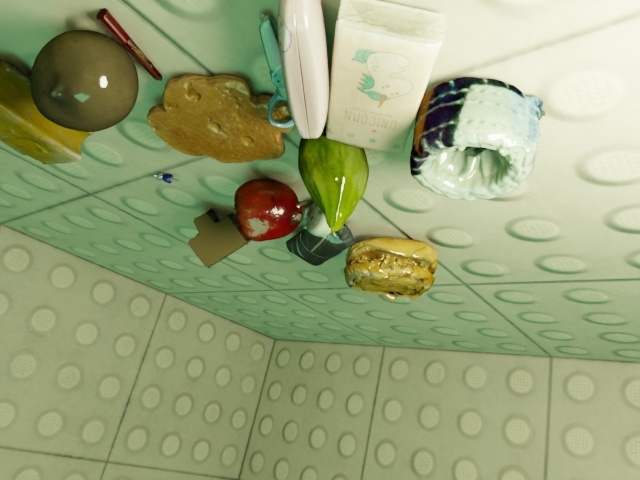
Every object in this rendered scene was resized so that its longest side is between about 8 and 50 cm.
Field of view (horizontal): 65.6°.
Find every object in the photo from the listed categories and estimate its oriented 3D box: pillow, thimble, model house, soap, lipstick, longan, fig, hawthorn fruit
[{"bbox_3d":[0.000,0.000,1.619,0.162,0.092,0.335,23,155,-17],"label":"pillow"},{"bbox_3d":[0.288,-0.183,0.924,0.238,0.150,0.237,11,157,5],"label":"thimble"},{"bbox_3d":[-0.352,-0.024,1.744,0.176,0.181,0.248,57,-178,-3],"label":"model house"},{"bbox_3d":[-0.774,-0.317,1.253,0.260,0.142,0.281,6,162,25],"label":"soap"},{"bbox_3d":[-0.375,-0.384,0.992,0.027,0.027,0.176,4,158,23],"label":"lipstick"},{"bbox_3d":[-0.460,-0.314,0.983,0.197,0.196,0.220,30,146,-35],"label":"longan"},{"bbox_3d":[0.039,-0.148,1.103,0.167,0.233,0.167,-23,149,-15],"label":"fig"},{"bbox_3d":[-0.139,-0.089,1.388,0.203,0.185,0.185,-8,155,7],"label":"hawthorn fruit"}]

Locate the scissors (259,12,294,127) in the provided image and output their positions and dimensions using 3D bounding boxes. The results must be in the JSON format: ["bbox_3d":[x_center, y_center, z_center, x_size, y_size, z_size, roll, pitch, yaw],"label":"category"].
[{"bbox_3d":[-0.068,-0.314,0.940,0.125,0.030,0.256,-17,147,5],"label":"scissors"}]

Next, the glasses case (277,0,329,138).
[{"bbox_3d":[-0.025,-0.296,0.841,0.075,0.113,0.296,2,149,4],"label":"glasses case"}]

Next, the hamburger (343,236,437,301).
[{"bbox_3d":[0.221,0.093,1.609,0.319,0.158,0.318,6,157,3],"label":"hamburger"}]

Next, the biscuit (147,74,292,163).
[{"bbox_3d":[-0.223,-0.275,1.127,0.376,0.051,0.269,-1,152,24],"label":"biscuit"}]

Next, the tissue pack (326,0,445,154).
[{"bbox_3d":[0.101,-0.279,0.901,0.170,0.071,0.325,11,159,2],"label":"tissue pack"}]

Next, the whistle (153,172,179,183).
[{"bbox_3d":[-0.469,-0.191,1.517,0.084,0.029,0.033,15,-164,11],"label":"whistle"}]

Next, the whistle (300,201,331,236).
[{"bbox_3d":[-0.013,-0.071,1.435,0.067,0.126,0.258,25,169,-29],"label":"whistle"}]
